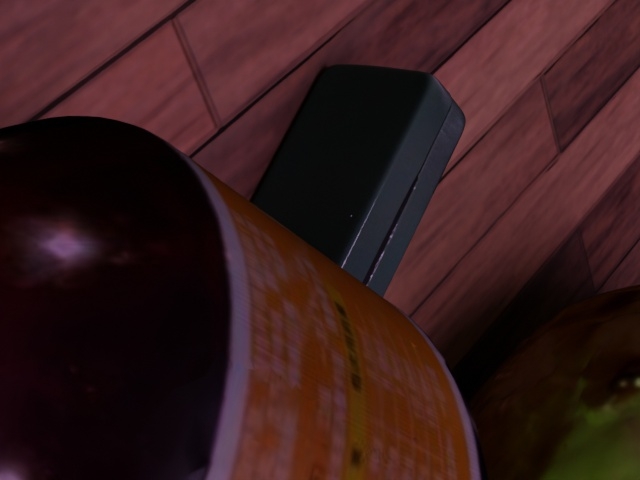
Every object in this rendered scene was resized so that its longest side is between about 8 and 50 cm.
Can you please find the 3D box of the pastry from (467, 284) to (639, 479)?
[{"bbox_3d":[0.224,0.200,0.740,0.389,0.313,0.388,-27,131,-36],"label":"pastry"}]

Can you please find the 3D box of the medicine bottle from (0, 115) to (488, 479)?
[{"bbox_3d":[-0.126,0.052,0.358,0.395,0.243,0.242,38,72,-46],"label":"medicine bottle"}]

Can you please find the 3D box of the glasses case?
[{"bbox_3d":[0.000,0.000,0.610,0.039,0.078,0.184,42,69,-45],"label":"glasses case"}]
